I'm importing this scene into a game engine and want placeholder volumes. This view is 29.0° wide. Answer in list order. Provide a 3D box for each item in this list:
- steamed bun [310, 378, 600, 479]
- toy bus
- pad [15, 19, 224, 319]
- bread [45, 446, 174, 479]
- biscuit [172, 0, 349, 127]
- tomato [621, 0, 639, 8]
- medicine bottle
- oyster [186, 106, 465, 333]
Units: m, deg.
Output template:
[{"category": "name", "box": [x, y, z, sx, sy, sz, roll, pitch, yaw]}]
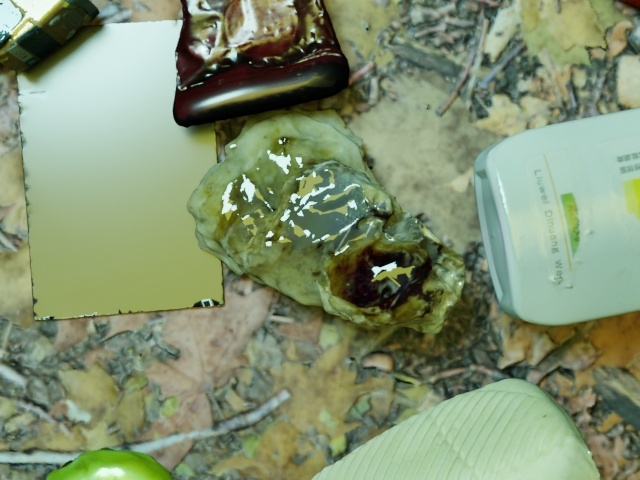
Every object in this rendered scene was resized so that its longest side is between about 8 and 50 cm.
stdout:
[{"category": "steamed bun", "box": [0.112, 0.228, 0.968, 0.238, 0.170, 0.153, -28, 111, -3]}, {"category": "toy bus", "box": [-0.273, -0.220, 0.978, 0.182, 0.091, 0.103, 44, 90, 2]}, {"category": "pad", "box": [-0.167, -0.060, 1.028, 0.163, 0.004, 0.243, -4, 90, -3]}, {"category": "bread", "box": [-0.170, 0.237, 0.994, 0.130, 0.071, 0.139, -19, 91, -5]}, {"category": "biscuit", "box": [-0.061, -0.216, 1.003, 0.151, 0.063, 0.236, -9, 88, -3]}, {"category": "tomato", "box": [0.309, -0.294, 1.005, 0.227, 0.101, 0.228, 0, 93, -2]}, {"category": "medicine bottle", "box": [0.282, -0.030, 0.998, 0.296, 0.111, 0.161, -10, 90, -4]}, {"category": "oyster", "box": [0.015, -0.006, 0.992, 0.232, 0.107, 0.162, 37, 95, -1]}]
